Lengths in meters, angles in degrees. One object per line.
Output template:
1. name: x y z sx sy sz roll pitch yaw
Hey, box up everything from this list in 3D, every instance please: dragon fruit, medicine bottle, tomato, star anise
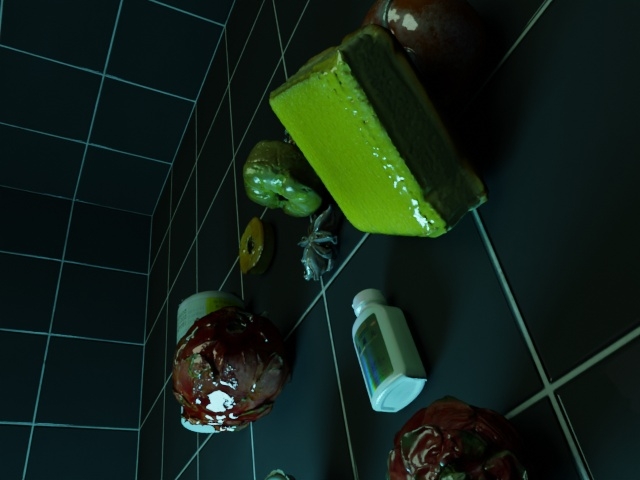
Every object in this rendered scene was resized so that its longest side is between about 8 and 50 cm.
1. dragon fruit: 0.175 0.308 0.741 0.193 0.192 0.274 -47 -24 -17
2. medicine bottle: 0.112 0.185 1.046 0.115 0.078 0.219 -61 30 35
3. tomato: 0.178 -0.327 1.004 0.232 0.189 0.231 28 129 40
4. dragon fruit: -0.221 0.314 1.440 0.295 0.296 0.301 -106 25 -45
5. medicine bottle: -0.317 0.350 1.728 0.213 0.214 0.378 -55 34 41
6. star anise: 0.000 0.000 1.391 0.182 0.065 0.195 -112 37 -58

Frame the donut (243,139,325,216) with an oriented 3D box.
1. donut: -0.085 -0.149 1.454 0.261 0.209 0.128 124 165 -79

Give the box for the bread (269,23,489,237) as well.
1. bread: 0.084 -0.164 0.979 0.143 0.333 0.324 -40 18 -16

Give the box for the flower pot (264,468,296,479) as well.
1. flower pot: -0.034 0.563 1.115 0.235 0.141 0.235 -33 52 56

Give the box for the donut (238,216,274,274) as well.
1. donut: -0.189 0.019 1.783 0.162 0.066 0.178 -37 46 49

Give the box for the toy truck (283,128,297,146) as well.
1. toy truck: -0.038 -0.324 1.591 0.115 0.080 0.177 -20 63 56
